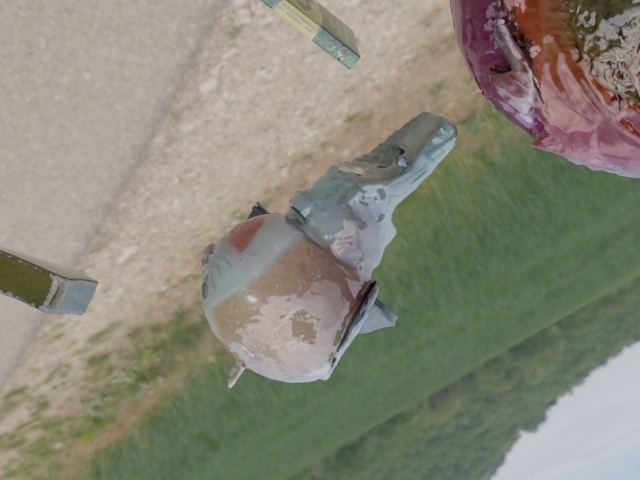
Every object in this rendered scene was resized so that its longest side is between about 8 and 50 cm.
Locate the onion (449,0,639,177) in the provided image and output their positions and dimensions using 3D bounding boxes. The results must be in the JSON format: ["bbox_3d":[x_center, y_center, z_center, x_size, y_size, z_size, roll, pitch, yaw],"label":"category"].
[{"bbox_3d":[0.299,-0.235,0.842,0.348,0.347,0.285,-39,-179,38],"label":"onion"}]

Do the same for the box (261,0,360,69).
[{"bbox_3d":[-0.034,-0.387,1.549,0.034,0.235,0.132,-46,-156,23],"label":"box"}]

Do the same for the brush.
[{"bbox_3d":[-0.399,0.043,1.194,0.123,0.197,0.059,49,59,-79],"label":"brush"}]

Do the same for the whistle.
[{"bbox_3d":[0.000,0.000,0.923,0.348,0.189,0.189,-53,166,3],"label":"whistle"}]

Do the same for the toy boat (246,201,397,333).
[{"bbox_3d":[0.004,0.047,1.452,0.122,0.296,0.114,-51,154,-10],"label":"toy boat"}]
